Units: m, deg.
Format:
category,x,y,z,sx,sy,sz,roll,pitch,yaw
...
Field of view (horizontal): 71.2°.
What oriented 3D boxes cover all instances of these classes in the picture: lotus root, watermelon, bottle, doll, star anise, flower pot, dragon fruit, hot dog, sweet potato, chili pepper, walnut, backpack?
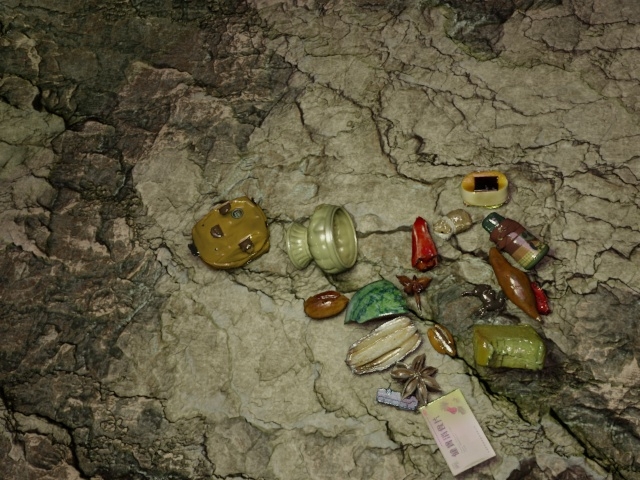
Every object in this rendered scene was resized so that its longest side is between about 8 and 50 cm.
category,x,y,z,sx,sy,sz,roll,pitch,yaw
lotus root,0.253,0.437,1.843,0.329,0.078,0.167,-28,83,6
watermelon,0.216,0.276,1.872,0.260,0.256,0.176,-10,113,1
bottle,0.785,-0.006,1.837,0.271,0.156,0.143,43,89,17
doll,0.684,0.236,1.831,0.165,0.057,0.139,-26,66,-7
doll,0.593,-0.079,1.932,0.221,0.105,0.115,-22,61,6
star anise,0.377,0.550,1.748,0.212,0.073,0.197,-6,55,-21
flower pot,0.000,0.000,1.948,0.244,0.307,0.307,-11,69,24
dragon fruit,0.872,0.229,1.786,0.097,0.063,0.131,6,73,14
hot dog,0.492,0.408,1.810,0.090,0.060,0.140,-27,71,7
sweet potato,0.778,0.169,1.797,0.112,0.112,0.359,-27,66,2
chili pepper,0.435,-0.001,1.923,0.136,0.144,0.253,-30,54,42
walnut,0.026,0.277,1.933,0.207,0.116,0.116,-13,69,8
star anise,0.400,0.223,1.904,0.158,0.144,0.140,0,26,5
backpack,-0.420,-0.026,2.088,0.378,0.201,0.353,-34,63,-4

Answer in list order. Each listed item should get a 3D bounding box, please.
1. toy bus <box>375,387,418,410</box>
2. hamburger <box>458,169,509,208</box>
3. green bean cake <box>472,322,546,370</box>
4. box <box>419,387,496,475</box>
category,x,y,z,sx,sy,sz,roll,pitch,yaw
toy bus,0.306,0.631,1.781,0.166,0.047,0.065,9,76,16
hamburger,0.716,-0.222,1.956,0.210,0.116,0.173,-4,62,15
green bean cake,0.699,0.404,1.678,0.236,0.233,0.124,0,99,12
box,0.514,0.721,1.695,0.175,0.062,0.260,-28,69,2
